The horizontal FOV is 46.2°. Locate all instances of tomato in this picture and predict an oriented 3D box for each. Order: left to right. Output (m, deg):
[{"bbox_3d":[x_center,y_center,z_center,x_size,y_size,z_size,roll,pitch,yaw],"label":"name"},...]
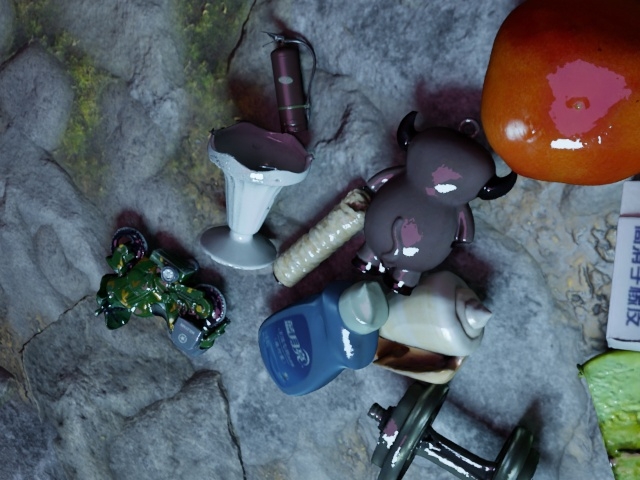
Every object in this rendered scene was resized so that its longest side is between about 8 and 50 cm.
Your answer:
[{"bbox_3d":[0.318,-0.177,0.909,0.259,0.180,0.260,9,111,24],"label":"tomato"}]

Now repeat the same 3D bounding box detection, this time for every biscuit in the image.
[{"bbox_3d":[0.000,0.000,1.195,0.219,0.055,0.061,-39,75,30],"label":"biscuit"}]

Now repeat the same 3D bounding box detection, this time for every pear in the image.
[{"bbox_3d":[0.497,0.267,0.946,0.281,0.176,0.287,-17,67,19],"label":"pear"}]

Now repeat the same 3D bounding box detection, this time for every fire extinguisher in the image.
[{"bbox_3d":[-0.042,-0.246,1.155,0.078,0.045,0.157,-8,101,0],"label":"fire extinguisher"}]

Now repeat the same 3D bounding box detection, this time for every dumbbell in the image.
[{"bbox_3d":[0.198,0.326,1.111,0.290,0.192,0.192,28,116,16],"label":"dumbbell"}]

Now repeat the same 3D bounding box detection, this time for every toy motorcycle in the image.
[{"bbox_3d":[-0.290,0.111,1.341,0.274,0.125,0.187,33,108,15],"label":"toy motorcycle"}]

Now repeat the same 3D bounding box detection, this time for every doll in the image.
[{"bbox_3d":[0.149,-0.052,1.042,0.182,0.117,0.257,31,96,13],"label":"doll"}]

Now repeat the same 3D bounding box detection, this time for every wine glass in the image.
[{"bbox_3d":[-0.108,-0.068,1.181,0.165,0.165,0.197,25,122,19],"label":"wine glass"}]

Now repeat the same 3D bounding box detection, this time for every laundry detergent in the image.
[{"bbox_3d":[0.009,0.143,1.153,0.290,0.094,0.143,-39,67,52],"label":"laundry detergent"}]

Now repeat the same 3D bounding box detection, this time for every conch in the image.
[{"bbox_3d":[0.159,0.123,1.132,0.255,0.127,0.158,-5,104,54],"label":"conch"}]

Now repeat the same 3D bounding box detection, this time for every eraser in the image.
[{"bbox_3d":[0.428,0.033,0.926,0.124,0.068,0.210,4,73,28],"label":"eraser"}]
